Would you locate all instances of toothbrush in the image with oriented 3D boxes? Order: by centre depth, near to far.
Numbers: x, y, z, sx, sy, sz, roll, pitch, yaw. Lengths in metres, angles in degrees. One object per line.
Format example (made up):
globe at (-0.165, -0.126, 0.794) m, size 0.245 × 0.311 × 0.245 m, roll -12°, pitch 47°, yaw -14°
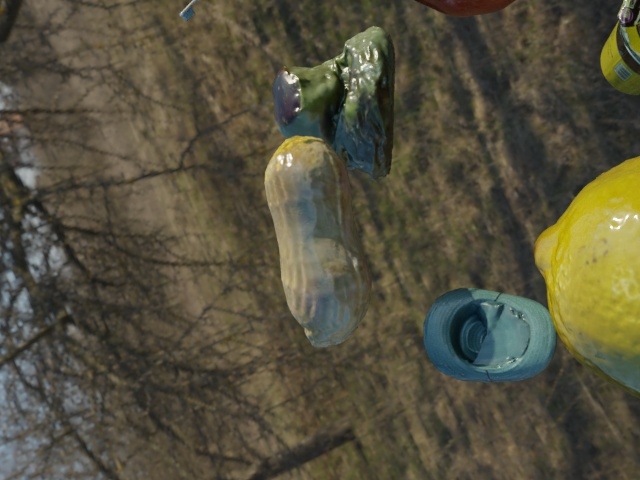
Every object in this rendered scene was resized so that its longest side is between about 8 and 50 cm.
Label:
toothbrush at (-0.146, -0.361, 1.213) m, size 0.017 × 0.162 × 0.014 m, roll 50°, pitch 148°, yaw -19°

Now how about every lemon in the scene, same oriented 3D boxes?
lemon at (0.351, 0.039, 0.798) m, size 0.284 × 0.260 × 0.260 m, roll 32°, pitch 150°, yaw 28°

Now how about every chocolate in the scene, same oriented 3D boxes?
chocolate at (0.000, 0.000, 1.231) m, size 0.134 × 0.134 × 0.309 m, roll 173°, pitch 88°, yaw -77°

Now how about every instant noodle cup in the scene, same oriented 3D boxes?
instant noodle cup at (0.675, -0.396, 1.730) m, size 0.236 × 0.215 × 0.215 m, roll 92°, pitch 153°, yaw -83°

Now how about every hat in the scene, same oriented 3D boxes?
hat at (0.248, 0.143, 1.249) m, size 0.078 × 0.191 × 0.138 m, roll 46°, pitch -127°, yaw -66°

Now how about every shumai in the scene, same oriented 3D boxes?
shumai at (0.028, -0.283, 1.814) m, size 0.304 × 0.263 × 0.309 m, roll 81°, pitch -168°, yaw -73°

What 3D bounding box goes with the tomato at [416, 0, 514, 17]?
tomato at (0.169, -0.369, 0.989) m, size 0.260 × 0.260 × 0.180 m, roll 52°, pitch 176°, yaw 48°
